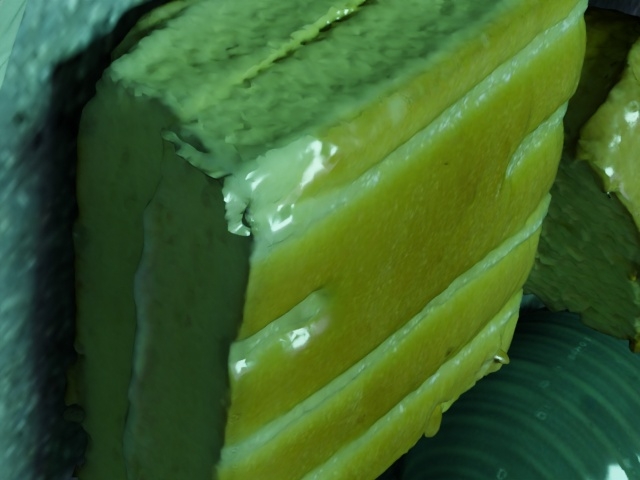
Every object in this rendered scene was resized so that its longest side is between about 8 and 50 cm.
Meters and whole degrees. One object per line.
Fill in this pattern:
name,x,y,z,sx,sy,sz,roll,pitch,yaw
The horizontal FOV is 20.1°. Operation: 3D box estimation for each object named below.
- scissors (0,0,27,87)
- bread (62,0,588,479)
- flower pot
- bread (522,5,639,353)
scissors,-0.096,-0.095,0.569,0.110,0.021,0.212,-15,129,-62
bread,0.000,0.000,0.745,0.246,0.111,0.239,-36,144,-42
flower pot,0.149,0.138,1.119,0.243,0.157,0.189,-36,146,-45
bread,0.139,-0.049,0.944,0.139,0.143,0.229,-65,161,-17
